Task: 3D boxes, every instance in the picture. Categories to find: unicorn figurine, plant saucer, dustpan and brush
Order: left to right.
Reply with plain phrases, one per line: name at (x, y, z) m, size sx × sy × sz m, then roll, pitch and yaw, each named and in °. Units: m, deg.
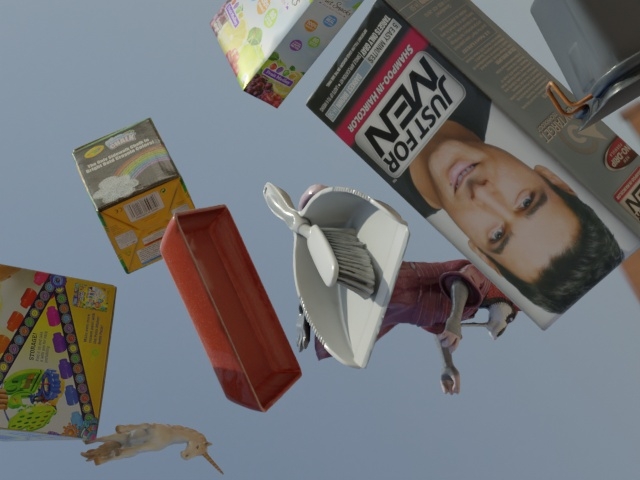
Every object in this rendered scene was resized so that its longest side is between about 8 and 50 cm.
unicorn figurine at (-0.208, 0.242, 1.482) m, size 0.111 × 0.162 × 0.060 m, roll 2°, pitch -89°, yaw -44°
plant saucer at (-0.117, 0.084, 1.577) m, size 0.258 × 0.048 × 0.259 m, roll -24°, pitch -90°, yaw -80°
dustpan and brush at (0.000, 0.000, 1.108) m, size 0.060 × 0.147 × 0.211 m, roll 7°, pitch -155°, yaw -22°

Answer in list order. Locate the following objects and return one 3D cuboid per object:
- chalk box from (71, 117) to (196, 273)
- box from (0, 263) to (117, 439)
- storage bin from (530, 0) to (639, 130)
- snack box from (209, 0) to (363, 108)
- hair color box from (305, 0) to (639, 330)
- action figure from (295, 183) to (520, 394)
chalk box at (-0.273, -0.079, 1.825) m, size 0.213 × 0.132 × 0.132 m, roll -122°, pitch 10°, yaw -48°
box at (-0.424, 0.125, 1.405) m, size 0.279 × 0.290 × 0.177 m, roll 13°, pitch -105°, yaw -30°
storage bin at (0.177, -0.133, 0.780) m, size 0.091 × 0.098 × 0.135 m, roll 58°, pitch 180°, yaw 6°
snack box at (-0.044, -0.309, 1.641) m, size 0.070 × 0.207 × 0.174 m, roll 24°, pitch -154°, yaw -39°
hair color box at (0.183, -0.101, 1.363) m, size 0.374 × 0.185 × 0.113 m, roll 43°, pitch -134°, yaw 5°
action figure at (0.146, 0.080, 1.912) m, size 0.370 × 0.248 × 0.275 m, roll -1°, pitch -116°, yaw -12°
